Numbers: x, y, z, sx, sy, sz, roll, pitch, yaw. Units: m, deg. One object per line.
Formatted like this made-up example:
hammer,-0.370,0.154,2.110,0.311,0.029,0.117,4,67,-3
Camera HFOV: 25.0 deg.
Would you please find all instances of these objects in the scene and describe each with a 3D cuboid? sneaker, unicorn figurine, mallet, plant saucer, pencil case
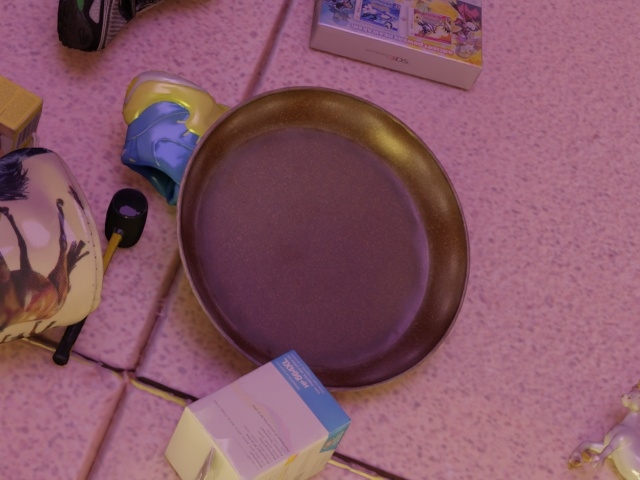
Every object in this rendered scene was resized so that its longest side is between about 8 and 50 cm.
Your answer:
sneaker,-0.181,-0.319,1.600,0.146,0.134,0.343,28,48,1
unicorn figurine,0.306,0.212,1.427,0.111,0.060,0.162,-17,77,-32
mallet,-0.213,0.040,1.375,0.039,0.062,0.189,22,64,-2
plant saucer,0.000,0.000,1.424,0.310,0.050,0.310,8,71,-23
pencil case,-0.403,0.021,1.229,0.410,0.160,0.183,-10,49,-28
sneaker,-0.100,-0.078,1.490,0.240,0.091,0.126,20,76,-16

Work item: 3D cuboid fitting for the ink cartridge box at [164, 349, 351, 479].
ink cartridge box,-0.063,0.179,1.279,0.143,0.092,0.090,-24,65,-35

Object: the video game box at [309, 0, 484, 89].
video game box,0.095,-0.282,1.735,0.205,0.048,0.187,14,48,-10

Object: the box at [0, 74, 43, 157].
box,-0.390,-0.154,1.421,0.232,0.087,0.058,29,49,4
